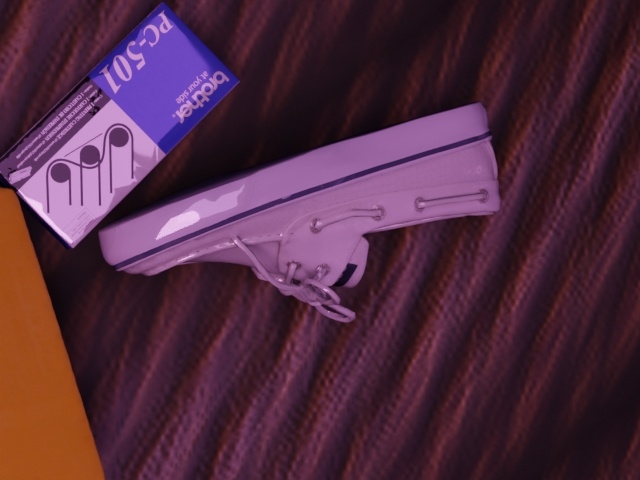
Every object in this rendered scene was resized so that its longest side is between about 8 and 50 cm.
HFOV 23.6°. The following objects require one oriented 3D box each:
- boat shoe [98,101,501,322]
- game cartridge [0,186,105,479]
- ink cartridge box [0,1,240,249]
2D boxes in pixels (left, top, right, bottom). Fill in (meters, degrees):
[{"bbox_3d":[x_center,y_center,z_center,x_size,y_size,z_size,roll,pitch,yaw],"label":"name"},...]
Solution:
[{"bbox_3d":[-0.002,0.000,1.320,0.367,0.136,0.156,-18,95,-24],"label":"boat shoe"},{"bbox_3d":[-0.346,0.091,1.140,0.323,0.052,0.285,-9,73,-39],"label":"game cartridge"},{"bbox_3d":[-0.176,-0.098,1.314,0.097,0.046,0.207,45,77,-9],"label":"ink cartridge box"}]
